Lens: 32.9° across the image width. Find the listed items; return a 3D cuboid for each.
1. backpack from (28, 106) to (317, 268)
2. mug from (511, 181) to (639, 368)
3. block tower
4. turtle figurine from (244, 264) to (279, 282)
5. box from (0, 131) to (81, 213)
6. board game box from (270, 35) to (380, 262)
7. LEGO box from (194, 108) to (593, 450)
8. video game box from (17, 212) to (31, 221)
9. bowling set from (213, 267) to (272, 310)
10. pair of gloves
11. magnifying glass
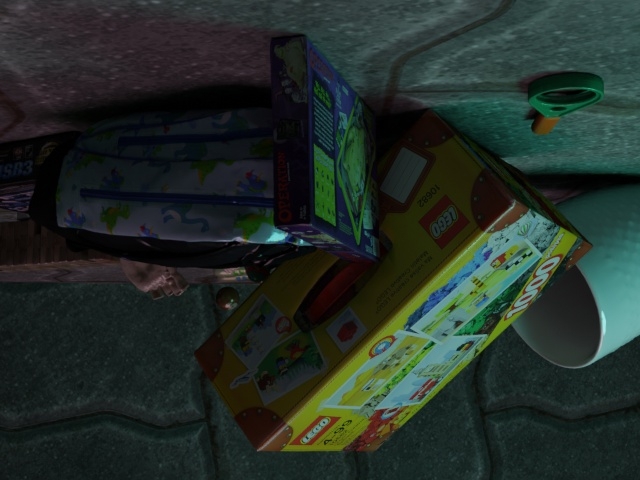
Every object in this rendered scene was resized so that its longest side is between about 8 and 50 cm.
[{"bbox_3d":[-0.160,-0.066,1.455,0.355,0.273,0.290,21,-174,40],"label":"backpack"},{"bbox_3d":[0.498,0.036,1.997,0.328,0.276,0.374,-25,-166,-25],"label":"mug"},{"bbox_3d":[-0.505,0.006,2.072,0.335,0.091,0.097,-5,169,30],"label":"block tower"},{"bbox_3d":[-0.089,-0.023,1.685,0.175,0.234,0.118,4,151,16],"label":"turtle figurine"},{"bbox_3d":[-0.401,-0.095,1.746,0.295,0.073,0.293,-6,171,32],"label":"box"},{"bbox_3d":[0.013,-0.093,1.299,0.056,0.208,0.347,1,172,15],"label":"board game box"},{"bbox_3d":[0.119,0.085,1.629,0.500,0.193,0.372,-46,152,15],"label":"LEGO box"},{"bbox_3d":[-0.452,-0.060,2.086,0.187,0.048,0.205,10,167,-42],"label":"video game box"},{"bbox_3d":[-0.160,0.057,2.456,0.154,0.200,0.287,-2,176,-1],"label":"bowling set"},{"bbox_3d":[-0.256,-0.004,1.903,0.240,0.204,0.042,-22,-161,17],"label":"pair of gloves"},{"bbox_3d":[0.305,-0.175,1.405,0.092,0.026,0.231,-1,170,2],"label":"magnifying glass"}]
